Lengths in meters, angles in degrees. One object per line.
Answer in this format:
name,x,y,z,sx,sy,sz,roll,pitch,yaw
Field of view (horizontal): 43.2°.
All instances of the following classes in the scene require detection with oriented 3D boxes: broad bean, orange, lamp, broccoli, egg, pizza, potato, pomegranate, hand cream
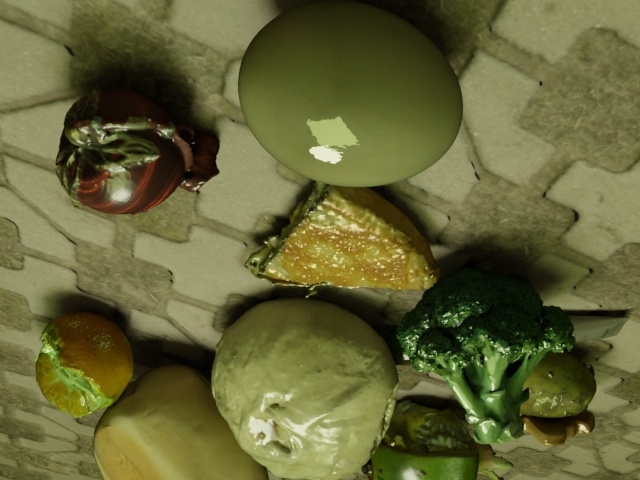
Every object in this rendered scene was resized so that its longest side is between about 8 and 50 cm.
broad bean,0.108,0.197,1.490,0.339,0.061,0.077,-3,127,14
orange,-0.441,0.230,1.536,0.179,0.158,0.237,47,143,13
lamp,-0.241,-0.093,1.003,0.215,0.151,0.223,-11,147,33
broccoli,0.258,0.171,1.241,0.270,0.270,0.270,-10,171,-2
egg,0.034,-0.147,0.830,0.242,0.185,0.186,7,150,-21
pizza,0.000,0.000,1.190,0.288,0.075,0.280,-12,140,31
potato,0.383,0.253,1.480,0.251,0.113,0.149,12,127,-2
pomegranate,0.252,0.484,1.777,0.341,0.260,0.260,10,148,-11
hand cream,0.424,0.152,1.382,0.186,0.054,0.087,-3,152,3

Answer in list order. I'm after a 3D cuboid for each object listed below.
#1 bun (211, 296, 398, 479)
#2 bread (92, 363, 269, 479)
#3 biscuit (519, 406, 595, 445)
bun,-0.041,0.285,1.430,0.365,0.202,0.364,10,121,17
bread,-0.282,0.444,1.647,0.376,0.253,0.348,49,138,7
biscuit,0.411,0.325,1.569,0.239,0.212,0.041,14,114,30
